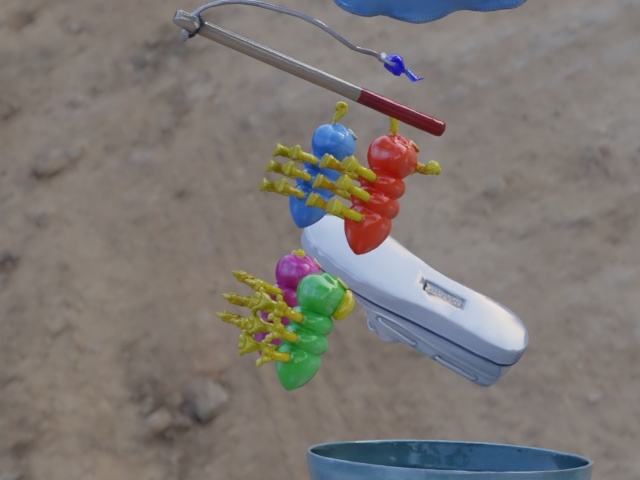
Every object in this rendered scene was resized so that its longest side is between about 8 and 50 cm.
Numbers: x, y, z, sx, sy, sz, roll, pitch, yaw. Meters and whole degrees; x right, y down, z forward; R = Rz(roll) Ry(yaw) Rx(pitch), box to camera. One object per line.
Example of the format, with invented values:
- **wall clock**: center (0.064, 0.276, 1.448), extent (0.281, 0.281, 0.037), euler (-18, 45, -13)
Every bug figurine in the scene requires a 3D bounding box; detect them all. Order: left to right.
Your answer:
- **bug figurine**: center (0.000, 0.000, 1.366), extent (0.216, 0.072, 0.279), euler (-67, 14, 1)

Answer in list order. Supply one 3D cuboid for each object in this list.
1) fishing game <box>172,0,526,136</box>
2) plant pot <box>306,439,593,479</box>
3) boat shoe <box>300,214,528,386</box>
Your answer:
- **fishing game**: center (0.046, -0.182, 0.765), extent (0.264, 0.189, 0.041), euler (-63, 21, 20)
- **plant pot**: center (0.127, 0.314, 1.844), extent (0.293, 0.196, 0.293), euler (3, -1, 0)
- **boat shoe**: center (0.084, 0.070, 1.858), extent (0.084, 0.258, 0.095), euler (-60, -5, 38)
